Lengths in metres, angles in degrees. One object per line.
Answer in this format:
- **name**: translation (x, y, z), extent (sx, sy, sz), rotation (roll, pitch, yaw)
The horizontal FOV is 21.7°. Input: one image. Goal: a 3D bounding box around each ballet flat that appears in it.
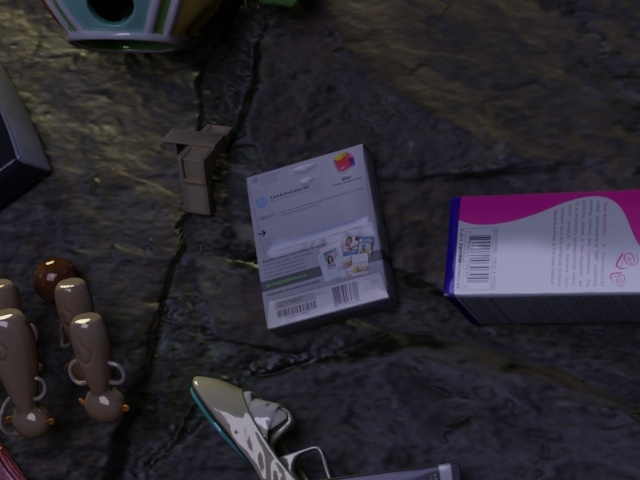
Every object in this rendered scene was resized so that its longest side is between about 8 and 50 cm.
- **ballet flat**: translation (-0.042, 0.226, 1.769), extent (0.086, 0.086, 0.248), rotation (-38, 72, 5)

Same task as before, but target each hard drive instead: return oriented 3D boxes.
- **hard drive**: translation (-0.454, -0.143, 2.072), extent (0.172, 0.054, 0.255), rotation (-35, 63, 7)

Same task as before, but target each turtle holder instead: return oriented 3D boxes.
- **turtle holder**: translation (-0.191, -0.337, 1.963), extent (0.320, 0.243, 0.227), rotation (3, 87, -18)

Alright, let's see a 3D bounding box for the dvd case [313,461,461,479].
- **dvd case**: translation (0.043, 0.319, 1.687), extent (0.221, 0.018, 0.165), rotation (-8, 81, 2)

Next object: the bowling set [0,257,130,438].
- **bowling set**: translation (-0.308, 0.122, 1.897), extent (0.287, 0.200, 0.154), rotation (2, 114, 25)

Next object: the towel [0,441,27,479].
- **towel**: translation (-0.428, 0.411, 1.880), extent (0.329, 0.037, 0.237), rotation (-44, 62, 2)

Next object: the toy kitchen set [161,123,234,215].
- **toy kitchen set**: translation (-0.146, -0.086, 1.945), extent (0.068, 0.075, 0.083), rotation (9, 36, 21)

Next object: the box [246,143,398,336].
- **box**: translation (0.000, 0.000, 1.854), extent (0.145, 0.038, 0.186), rotation (-16, 68, 15)

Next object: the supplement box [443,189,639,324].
- **supplement box**: translation (0.249, 0.019, 1.708), extent (0.220, 0.114, 0.111), rotation (-1, 71, 22)
